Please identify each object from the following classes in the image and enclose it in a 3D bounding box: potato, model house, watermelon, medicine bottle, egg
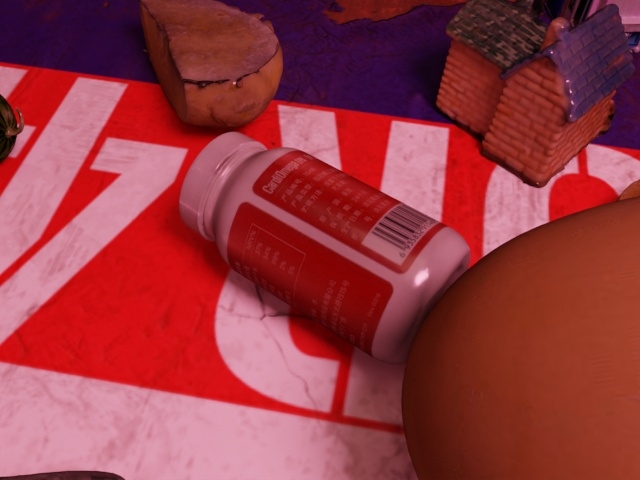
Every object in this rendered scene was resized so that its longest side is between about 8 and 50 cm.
[{"bbox_3d":[-0.124,-0.212,0.804,0.138,0.098,0.243,-15,47,-18],"label":"potato"},{"bbox_3d":[0.240,-0.198,0.757,0.183,0.172,0.166,38,60,26],"label":"model house"},{"bbox_3d":[-0.372,-0.120,0.722,0.109,0.109,0.109,1,51,-1],"label":"watermelon"},{"bbox_3d":[0.000,0.000,0.614,0.250,0.131,0.131,30,56,21],"label":"medicine bottle"},{"bbox_3d":[0.238,0.117,0.417,0.374,0.301,0.301,4,51,3],"label":"egg"}]

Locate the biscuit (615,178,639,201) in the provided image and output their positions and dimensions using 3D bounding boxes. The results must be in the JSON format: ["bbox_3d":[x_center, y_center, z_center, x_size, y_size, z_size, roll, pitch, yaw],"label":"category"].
[{"bbox_3d":[0.360,0.019,0.662,0.181,0.049,0.208,29,56,20],"label":"biscuit"}]

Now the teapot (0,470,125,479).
[{"bbox_3d":[-0.243,0.265,0.331,0.322,0.239,0.239,-10,65,-16],"label":"teapot"}]

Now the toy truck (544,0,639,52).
[{"bbox_3d":[0.388,-0.383,0.852,0.124,0.268,0.155,-3,53,-3],"label":"toy truck"}]
